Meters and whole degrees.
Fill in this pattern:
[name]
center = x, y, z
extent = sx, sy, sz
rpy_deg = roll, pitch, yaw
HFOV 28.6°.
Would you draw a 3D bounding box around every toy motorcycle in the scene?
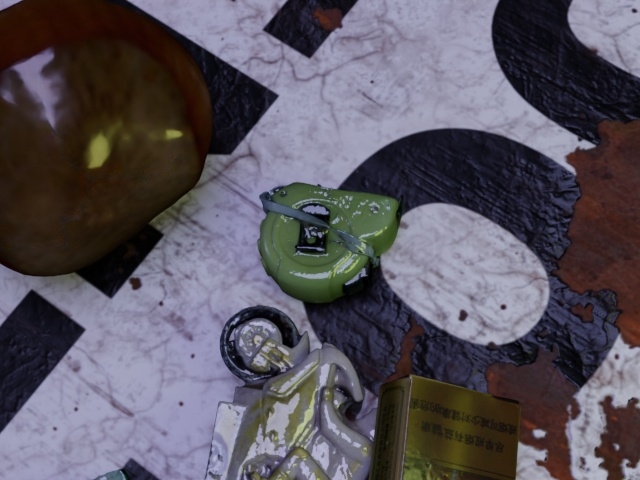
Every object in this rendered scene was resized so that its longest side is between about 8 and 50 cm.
[toy motorcycle]
center = -0.023, 0.245, 1.450
extent = 0.223, 0.108, 0.341
rpy_deg = 7, 69, 1

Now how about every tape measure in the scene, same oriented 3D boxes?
[tape measure]
center = 0.000, 0.000, 1.556
extent = 0.177, 0.087, 0.154
rpy_deg = 10, 70, 13

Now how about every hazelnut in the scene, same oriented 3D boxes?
[hazelnut]
center = -0.313, -0.144, 1.540
extent = 0.366, 0.366, 0.366
rpy_deg = -2, 68, 6

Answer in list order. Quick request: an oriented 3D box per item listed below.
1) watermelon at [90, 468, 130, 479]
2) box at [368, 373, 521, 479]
[watermelon]
center = -0.312, 0.369, 1.452
extent = 0.241, 0.094, 0.154
rpy_deg = -16, 77, 1
[box]
center = 0.136, 0.283, 1.399
extent = 0.159, 0.071, 0.240
rpy_deg = 18, 67, -22
